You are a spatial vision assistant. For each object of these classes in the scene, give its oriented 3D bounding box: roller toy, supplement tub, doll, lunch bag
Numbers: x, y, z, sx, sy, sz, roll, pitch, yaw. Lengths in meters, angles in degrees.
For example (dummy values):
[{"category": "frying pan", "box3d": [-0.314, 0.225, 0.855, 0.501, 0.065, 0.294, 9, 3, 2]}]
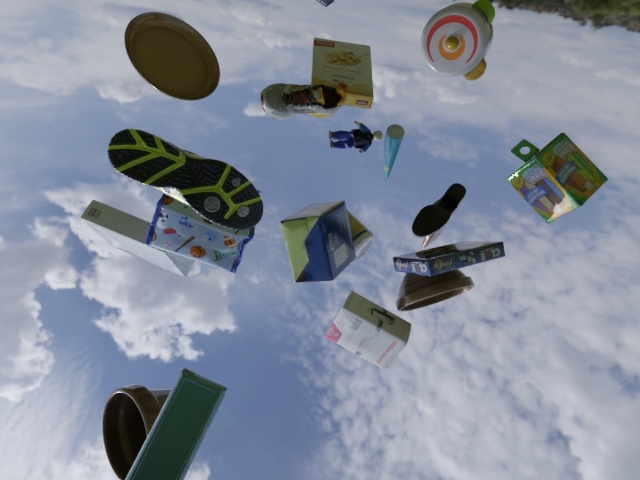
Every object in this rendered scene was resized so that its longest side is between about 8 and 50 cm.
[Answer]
[{"category": "roller toy", "box3d": [0.395, -0.580, 1.320, 0.191, 0.210, 0.146, 11, -147, 24]}, {"category": "supplement tub", "box3d": [0.080, -0.030, 1.628, 0.144, 0.144, 0.200, -25, -119, -40]}, {"category": "doll", "box3d": [0.126, -0.364, 1.597, 0.188, 0.129, 0.046, -2, -139, 8]}, {"category": "lunch bag", "box3d": [-0.389, -0.125, 1.592, 0.327, 0.239, 0.386, 23, -146, -17]}]

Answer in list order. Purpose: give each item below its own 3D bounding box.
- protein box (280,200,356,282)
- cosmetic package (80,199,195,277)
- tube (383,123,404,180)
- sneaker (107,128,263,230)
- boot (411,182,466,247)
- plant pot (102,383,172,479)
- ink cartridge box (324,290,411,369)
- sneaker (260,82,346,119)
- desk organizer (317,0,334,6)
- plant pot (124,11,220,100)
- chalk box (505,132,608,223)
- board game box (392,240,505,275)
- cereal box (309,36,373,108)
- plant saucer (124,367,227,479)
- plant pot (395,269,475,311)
[{"category": "protein box", "box3d": [0.000, 0.000, 1.409, 0.135, 0.200, 0.201, -5, -165, 27]}, {"category": "cosmetic package", "box3d": [-0.719, 0.000, 1.819, 0.377, 0.284, 0.098, 21, -114, 9]}, {"category": "tube", "box3d": [0.212, -0.266, 1.367, 0.052, 0.207, 0.080, 8, -113, 4]}, {"category": "sneaker", "box3d": [-0.309, -0.155, 1.101, 0.384, 0.145, 0.147, 31, -177, -22]}, {"category": "boot", "box3d": [0.402, -0.055, 1.656, 0.096, 0.280, 0.264, 34, -113, 14]}, {"category": "plant pot", "box3d": [-0.460, 0.534, 1.310, 0.263, 0.263, 0.229, 35, -159, 34]}, {"category": "ink cartridge box", "box3d": [0.147, 0.277, 1.395, 0.217, 0.159, 0.092, 30, -141, 4]}, {"category": "sneaker", "box3d": [-0.040, -0.348, 1.096, 0.225, 0.088, 0.092, -12, -176, -28]}, {"category": "desk organizer", "box3d": [-0.021, -0.641, 1.119, 0.130, 0.050, 0.047, 20, 180, -27]}, {"category": "plant pot", "box3d": [-0.360, -0.442, 1.104, 0.236, 0.032, 0.237, 17, -118, -35]}, {"category": "chalk box", "box3d": [0.590, -0.177, 1.171, 0.132, 0.132, 0.213, -39, -96, -20]}, {"category": "board game box", "box3d": [0.341, 0.044, 1.214, 0.243, 0.042, 0.165, -11, -175, -21]}, {"category": "cereal box", "box3d": [0.058, -0.474, 1.270, 0.172, 0.047, 0.240, 6, -125, -7]}, {"category": "plant saucer", "box3d": [-0.192, 0.266, 0.576, 0.067, 0.018, 0.192, 26, -103, -4]}, {"category": "plant pot", "box3d": [0.330, 0.127, 1.363, 0.237, 0.237, 0.110, -8, -110, -24]}]
